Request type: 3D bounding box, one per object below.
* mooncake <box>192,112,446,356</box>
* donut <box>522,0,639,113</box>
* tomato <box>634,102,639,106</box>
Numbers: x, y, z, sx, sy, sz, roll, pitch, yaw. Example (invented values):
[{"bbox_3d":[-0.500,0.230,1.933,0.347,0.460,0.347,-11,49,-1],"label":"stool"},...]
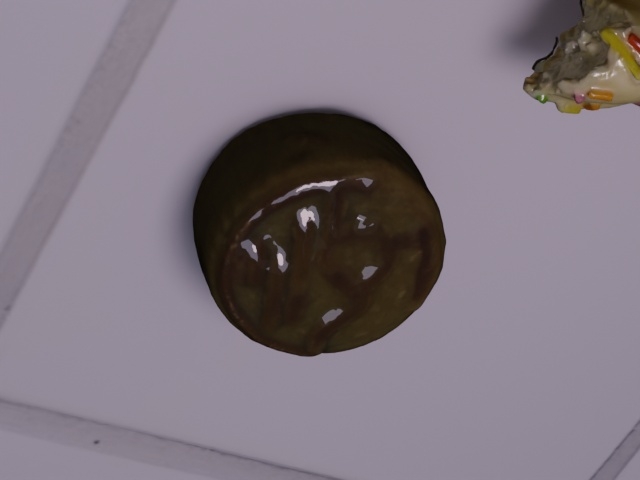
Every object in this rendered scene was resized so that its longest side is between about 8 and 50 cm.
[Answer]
[{"bbox_3d":[0.000,0.000,1.409,0.284,0.155,0.284,-9,127,-12],"label":"mooncake"},{"bbox_3d":[0.341,-0.318,1.272,0.307,0.150,0.371,-17,114,-13],"label":"donut"},{"bbox_3d":[0.420,-0.208,1.448,0.159,0.091,0.139,14,119,-29],"label":"tomato"}]
